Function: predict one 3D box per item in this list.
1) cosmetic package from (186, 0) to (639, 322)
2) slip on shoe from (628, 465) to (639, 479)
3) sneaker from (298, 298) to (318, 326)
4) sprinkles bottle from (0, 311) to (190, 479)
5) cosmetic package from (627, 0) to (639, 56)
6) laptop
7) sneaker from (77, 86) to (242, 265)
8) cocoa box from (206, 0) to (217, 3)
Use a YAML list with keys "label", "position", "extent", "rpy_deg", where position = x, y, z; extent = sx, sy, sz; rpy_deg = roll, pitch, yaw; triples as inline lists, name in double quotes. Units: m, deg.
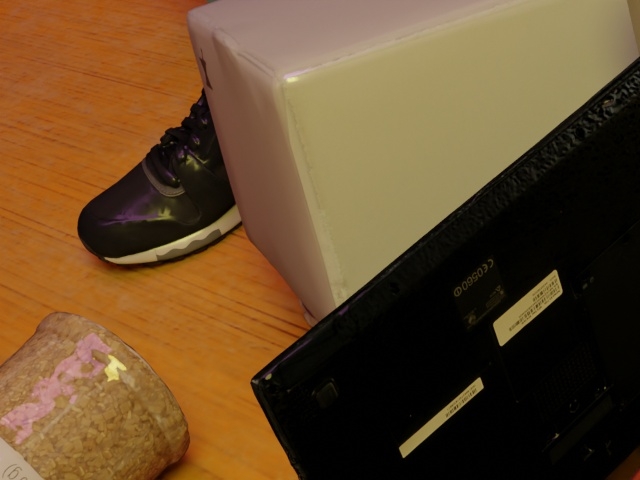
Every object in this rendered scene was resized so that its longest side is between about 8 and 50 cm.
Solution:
- label: "cosmetic package"
  position: [0.174, -0.110, 0.745]
  extent: [0.453, 0.161, 0.230]
  rpy_deg: [-19, 21, -11]
- label: "slip on shoe"
  position: [0.090, 0.192, 0.548]
  extent: [0.101, 0.123, 0.331]
  rpy_deg: [17, 56, 46]
- label: "sneaker"
  position: [0.000, 0.000, 0.864]
  extent: [0.068, 0.071, 0.170]
  rpy_deg: [-27, 38, -6]
- label: "sprinkles bottle"
  position: [-0.229, 0.194, 0.697]
  extent: [0.121, 0.121, 0.355]
  rpy_deg: [17, 52, 41]
- label: "cosmetic package"
  position: [0.285, 0.040, 0.490]
  extent: [0.097, 0.284, 0.377]
  rpy_deg: [-30, 37, -10]
- label: "laptop"
  position: [0.070, 0.062, 0.583]
  extent: [0.234, 0.264, 0.136]
  rpy_deg: [-39, 37, -21]
- label: "sneaker"
  position: [-0.068, -0.092, 0.967]
  extent: [0.283, 0.124, 0.107]
  rpy_deg: [-28, 37, -7]
- label: "cocoa box"
  position: [-0.006, -0.378, 1.164]
  extent: [0.228, 0.231, 0.347]
  rpy_deg: [-24, 31, 32]
